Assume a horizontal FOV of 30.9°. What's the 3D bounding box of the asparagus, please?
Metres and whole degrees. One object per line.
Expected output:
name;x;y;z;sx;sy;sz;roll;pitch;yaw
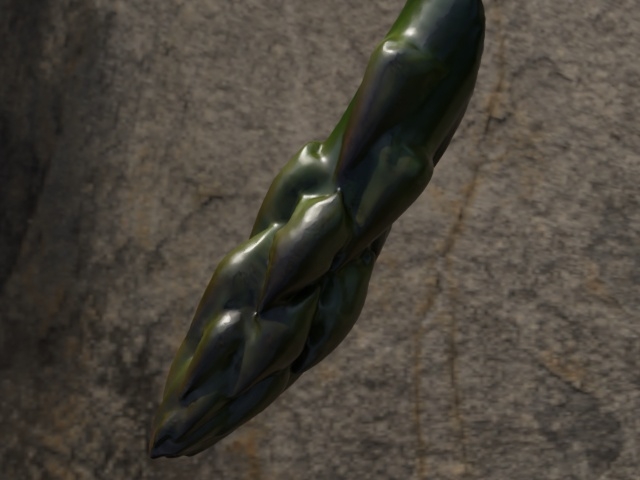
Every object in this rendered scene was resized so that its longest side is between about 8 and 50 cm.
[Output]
asparagus;0.000;0.000;0.597;0.080;0.080;0.287;37;93;40
